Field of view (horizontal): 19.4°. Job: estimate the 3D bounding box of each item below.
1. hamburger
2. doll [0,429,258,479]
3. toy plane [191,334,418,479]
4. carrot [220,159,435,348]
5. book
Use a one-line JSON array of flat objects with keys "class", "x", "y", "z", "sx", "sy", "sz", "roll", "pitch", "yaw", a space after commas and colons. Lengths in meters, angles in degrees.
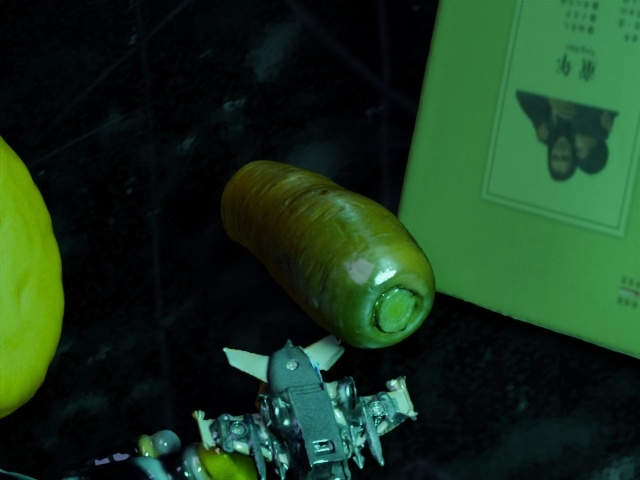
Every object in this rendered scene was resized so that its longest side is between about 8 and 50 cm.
[{"class": "hamburger", "x": -0.295, "y": 0.022, "z": 1.258, "sx": 0.170, "sy": 0.246, "sz": 0.246, "roll": -15, "pitch": 46, "yaw": 22}, {"class": "doll", "x": -0.196, "y": 0.179, "z": 1.145, "sx": 0.316, "sy": 0.103, "sz": 0.145, "roll": -14, "pitch": 58, "yaw": 10}, {"class": "toy plane", "x": 0.000, "y": 0.128, "z": 1.096, "sx": 0.135, "sy": 0.062, "sz": 0.188, "roll": -7, "pitch": 40, "yaw": -13}, {"class": "carrot", "x": 0.000, "y": 0.000, "z": 1.187, "sx": 0.087, "sy": 0.087, "sz": 0.193, "roll": -41, "pitch": 39, "yaw": -7}, {"class": "book", "x": 0.160, "y": -0.122, "z": 1.104, "sx": 0.239, "sy": 0.035, "sz": 0.352, "roll": 18, "pitch": 101, "yaw": 42}]
